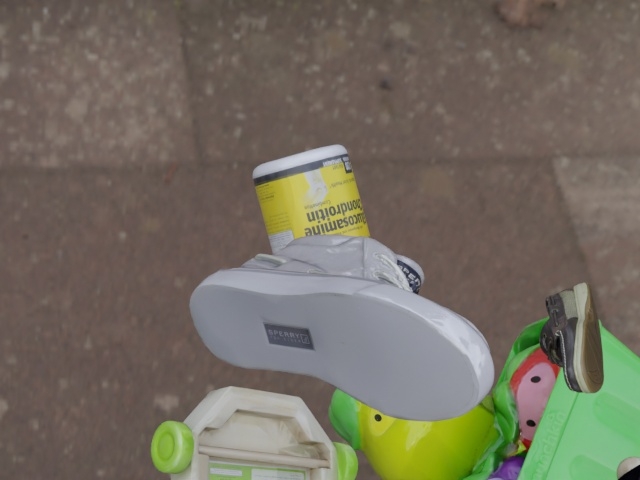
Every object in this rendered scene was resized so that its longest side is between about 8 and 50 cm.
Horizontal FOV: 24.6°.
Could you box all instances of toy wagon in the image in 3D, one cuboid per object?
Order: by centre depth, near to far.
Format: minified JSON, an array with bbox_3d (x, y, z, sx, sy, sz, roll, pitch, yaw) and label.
[{"bbox_3d":[-0.073,0.340,1.635,0.267,0.068,0.345,14,68,-41],"label":"toy wagon"}]

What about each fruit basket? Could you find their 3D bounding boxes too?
[{"bbox_3d":[0.197,0.248,1.805,0.391,0.283,0.392,2,78,-11],"label":"fruit basket"}]

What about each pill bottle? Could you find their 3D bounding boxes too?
[{"bbox_3d":[0.000,0.000,1.520,0.103,0.103,0.184,-16,92,-24],"label":"pill bottle"}]

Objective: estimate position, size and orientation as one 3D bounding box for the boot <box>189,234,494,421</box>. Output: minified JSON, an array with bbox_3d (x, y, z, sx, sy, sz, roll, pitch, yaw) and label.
[{"bbox_3d":[0.036,0.042,1.002,0.258,0.095,0.123,12,33,42],"label":"boot"}]

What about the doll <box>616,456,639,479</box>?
[{"bbox_3d":[0.318,0.279,1.522,0.046,0.129,0.189,36,25,-2],"label":"doll"}]

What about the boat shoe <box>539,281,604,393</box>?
[{"bbox_3d":[0.212,0.087,1.248,0.049,0.056,0.152,-15,19,17],"label":"boat shoe"}]
